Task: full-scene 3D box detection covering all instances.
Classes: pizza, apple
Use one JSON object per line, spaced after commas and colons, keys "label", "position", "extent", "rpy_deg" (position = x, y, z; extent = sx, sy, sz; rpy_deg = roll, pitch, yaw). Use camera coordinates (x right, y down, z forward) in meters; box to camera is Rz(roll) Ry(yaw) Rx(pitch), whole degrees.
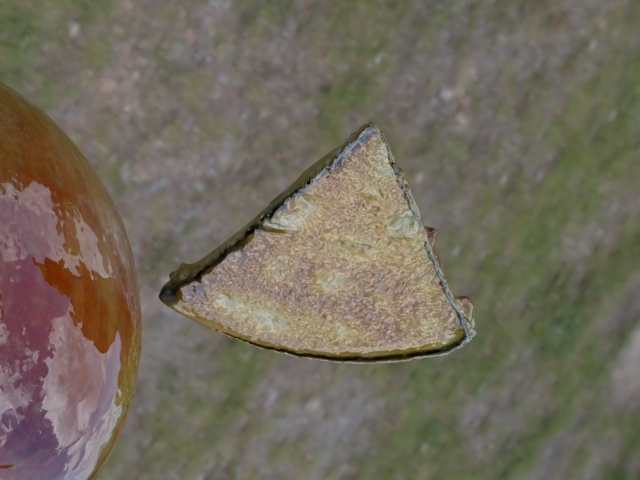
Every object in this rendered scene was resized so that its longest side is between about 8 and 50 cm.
{"label": "pizza", "position": [0.000, 0.000, 0.894], "extent": [0.036, 0.184, 0.176], "rpy_deg": [-92, -178, -51]}
{"label": "apple", "position": [-0.241, 0.033, 0.929], "extent": [0.301, 0.301, 0.302], "rpy_deg": [-35, 142, -33]}
